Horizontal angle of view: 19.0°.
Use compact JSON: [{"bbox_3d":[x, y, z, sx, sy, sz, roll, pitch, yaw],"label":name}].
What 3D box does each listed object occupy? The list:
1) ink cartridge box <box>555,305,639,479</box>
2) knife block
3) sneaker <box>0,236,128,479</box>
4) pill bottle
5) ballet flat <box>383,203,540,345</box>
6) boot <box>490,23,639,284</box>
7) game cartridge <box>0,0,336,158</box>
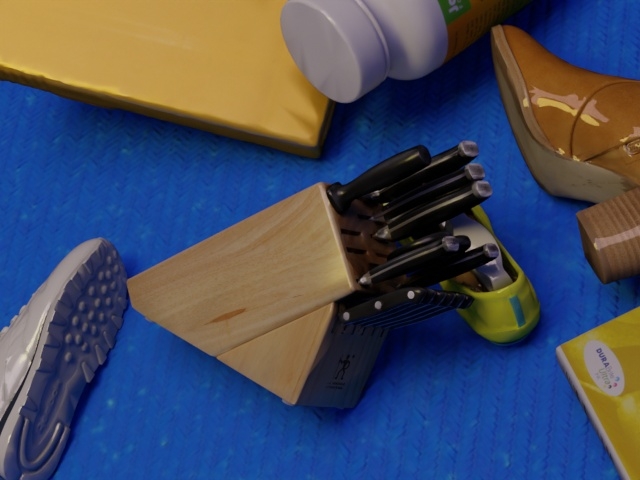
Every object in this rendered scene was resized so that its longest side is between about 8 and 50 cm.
[{"bbox_3d":[0.369,0.135,1.368,0.307,0.072,0.303,-29,52,5],"label":"ink cartridge box"},{"bbox_3d":[0.000,0.000,1.532,0.276,0.088,0.242,28,100,34],"label":"knife block"},{"bbox_3d":[-0.245,0.096,1.639,0.095,0.090,0.235,6,59,37],"label":"sneaker"},{"bbox_3d":[0.089,-0.222,1.638,0.246,0.136,0.136,-37,50,-24],"label":"pill bottle"},{"bbox_3d":[0.104,-0.011,1.564,0.077,0.077,0.231,-30,51,-8],"label":"ballet flat"},{"bbox_3d":[0.275,-0.098,1.554,0.211,0.104,0.295,-21,50,-3],"label":"boot"},{"bbox_3d":[-0.119,-0.245,1.727,0.324,0.052,0.285,14,77,8],"label":"game cartridge"}]
